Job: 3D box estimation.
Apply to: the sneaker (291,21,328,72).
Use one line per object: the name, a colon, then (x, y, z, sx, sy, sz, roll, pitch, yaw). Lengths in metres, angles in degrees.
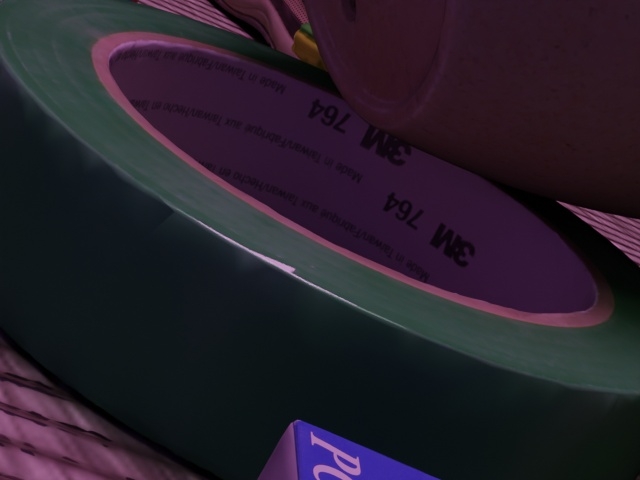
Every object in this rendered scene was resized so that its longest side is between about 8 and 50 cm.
sneaker: (0.076, -0.148, 0.825, 0.109, 0.123, 0.295, 35, 29, 9)

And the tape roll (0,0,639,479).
tape roll: (0.000, 0.000, 0.561, 0.321, 0.077, 0.321, 25, 18, -9)

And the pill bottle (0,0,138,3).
pill bottle: (-0.172, -0.139, 0.626, 0.124, 0.124, 0.221, 29, 17, 6)

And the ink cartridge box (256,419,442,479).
ink cartridge box: (0.031, 0.125, 0.301, 0.097, 0.046, 0.207, 25, 17, -12)

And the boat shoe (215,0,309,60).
boat shoe: (0.028, -0.190, 1.046, 0.132, 0.130, 0.355, 9, 25, -44)

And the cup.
cup: (0.125, -0.150, 0.604, 0.237, 0.331, 0.331, -10, 32, -20)
